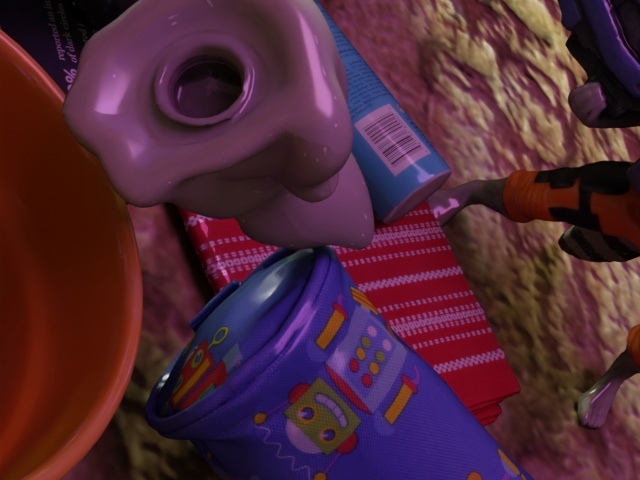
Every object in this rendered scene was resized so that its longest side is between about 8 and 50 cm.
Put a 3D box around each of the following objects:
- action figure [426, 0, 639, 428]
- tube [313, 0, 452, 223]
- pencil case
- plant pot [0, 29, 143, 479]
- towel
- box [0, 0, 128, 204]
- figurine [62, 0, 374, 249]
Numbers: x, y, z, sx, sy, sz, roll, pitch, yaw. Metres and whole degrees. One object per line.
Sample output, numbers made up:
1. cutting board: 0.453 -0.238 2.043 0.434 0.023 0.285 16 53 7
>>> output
1. action figure: 0.214 -0.066 0.841 0.178 0.330 0.341 -28 85 -48
2. tube: -0.001 -0.106 0.841 0.207 0.052 0.080 54 36 10
3. pencil case: 0.048 0.136 0.677 0.119 0.133 0.306 -45 111 -8
4. plant pot: -0.198 0.032 0.478 0.205 0.188 0.205 24 49 -31
5. towel: 0.000 0.000 0.822 0.199 0.031 0.275 -9 69 -45
6. box: -0.184 -0.093 0.641 0.207 0.108 0.153 5 60 -42
7. figurine: -0.057 -0.083 0.549 0.215 0.092 0.209 52 3 13
